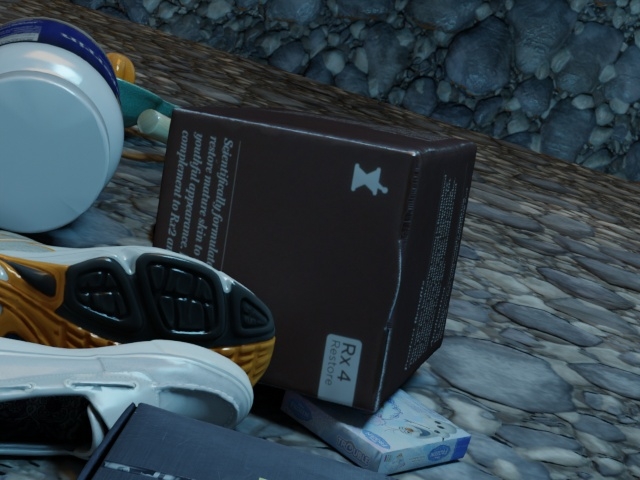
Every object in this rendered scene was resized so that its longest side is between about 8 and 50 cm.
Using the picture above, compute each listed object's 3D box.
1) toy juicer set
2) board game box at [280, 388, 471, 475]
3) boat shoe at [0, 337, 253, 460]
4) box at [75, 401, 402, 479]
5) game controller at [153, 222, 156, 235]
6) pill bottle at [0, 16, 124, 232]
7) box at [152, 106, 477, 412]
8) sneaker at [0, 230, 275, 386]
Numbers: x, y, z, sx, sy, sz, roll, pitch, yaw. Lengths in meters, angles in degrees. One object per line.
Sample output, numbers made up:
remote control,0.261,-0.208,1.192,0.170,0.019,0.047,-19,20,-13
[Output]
toy juicer set,-0.258,-0.185,1.348,0.329,0.090,0.209,20,-2,5
board game box,0.036,0.119,0.748,0.090,0.020,0.090,1,21,-46
boat shoe,-0.120,0.089,0.603,0.184,0.066,0.063,13,28,-25
box,0.001,0.155,0.488,0.232,0.059,0.183,17,13,1
game controller,-0.048,-0.022,1.144,0.166,0.067,0.319,5,11,11
pill bottle,-0.249,-0.104,0.999,0.153,0.153,0.265,13,15,-15
box,0.000,0.000,0.802,0.167,0.169,0.203,12,9,16
sneaker,-0.157,0.034,0.685,0.262,0.099,0.121,10,11,-17
